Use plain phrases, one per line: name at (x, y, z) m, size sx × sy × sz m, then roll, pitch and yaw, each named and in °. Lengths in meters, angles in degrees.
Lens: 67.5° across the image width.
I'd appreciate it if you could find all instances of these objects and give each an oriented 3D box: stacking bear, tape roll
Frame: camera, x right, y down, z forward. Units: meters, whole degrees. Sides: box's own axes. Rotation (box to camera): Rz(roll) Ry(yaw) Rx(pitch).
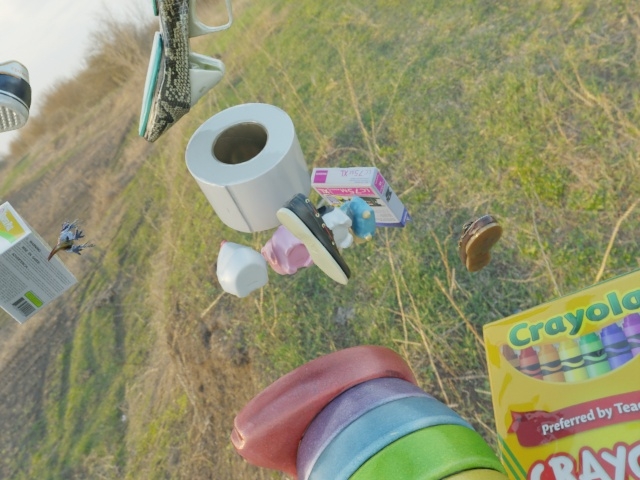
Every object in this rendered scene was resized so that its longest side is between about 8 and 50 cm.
stacking bear at (0.077, 0.219, 0.331) m, size 0.164 × 0.175 × 0.289 m, roll -38°, pitch 35°, yaw -5°
tape roll at (-0.156, -0.164, 1.080) m, size 0.246 × 0.169 × 0.246 m, roll -7°, pitch 55°, yaw 10°

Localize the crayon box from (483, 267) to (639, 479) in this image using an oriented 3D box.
crayon box at (0.268, 0.154, 0.439) m, size 0.202 × 0.081 × 0.319 m, roll -31°, pitch 34°, yaw 34°

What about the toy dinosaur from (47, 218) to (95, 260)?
toy dinosaur at (-0.368, -0.006, 0.688) m, size 0.082 × 0.047 × 0.090 m, roll 7°, pitch 15°, yaw 35°

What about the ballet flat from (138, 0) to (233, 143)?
ballet flat at (-0.262, -0.412, 0.930) m, size 0.181 × 0.483 × 0.164 m, roll -1°, pitch 33°, yaw -20°

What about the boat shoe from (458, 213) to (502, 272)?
boat shoe at (0.315, -0.003, 0.979) m, size 0.073 × 0.207 × 0.073 m, roll -18°, pitch 64°, yaw -2°

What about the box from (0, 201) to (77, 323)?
box at (-0.505, 0.029, 0.787) m, size 0.103 × 0.114 × 0.203 m, roll -43°, pitch 40°, yaw -21°

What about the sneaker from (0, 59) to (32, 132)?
sneaker at (-0.714, -0.275, 0.959) m, size 0.321 × 0.126 × 0.128 m, roll -6°, pitch 67°, yaw 11°

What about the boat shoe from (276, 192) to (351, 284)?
boat shoe at (0.001, 0.000, 0.597) m, size 0.042 × 0.133 × 0.049 m, roll -48°, pitch 22°, yaw -25°

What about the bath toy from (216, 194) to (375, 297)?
bath toy at (-0.056, 0.009, 0.982) m, size 0.348 × 0.151 × 0.129 m, roll -22°, pitch 42°, yaw -26°

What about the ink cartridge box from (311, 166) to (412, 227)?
ink cartridge box at (0.124, -0.106, 1.344) m, size 0.185 × 0.311 × 0.065 m, roll 5°, pitch 72°, yaw 31°
